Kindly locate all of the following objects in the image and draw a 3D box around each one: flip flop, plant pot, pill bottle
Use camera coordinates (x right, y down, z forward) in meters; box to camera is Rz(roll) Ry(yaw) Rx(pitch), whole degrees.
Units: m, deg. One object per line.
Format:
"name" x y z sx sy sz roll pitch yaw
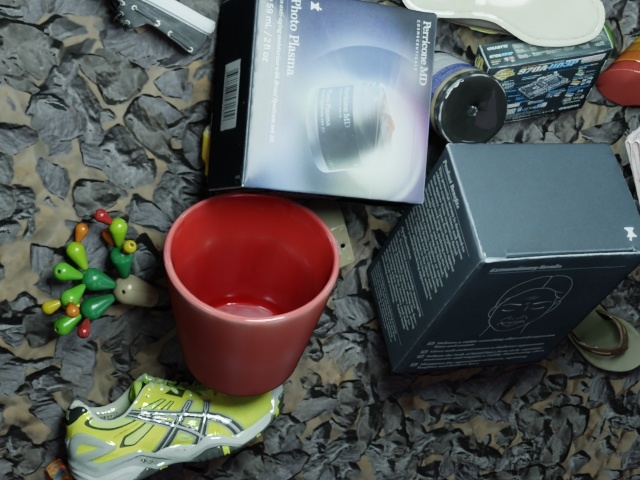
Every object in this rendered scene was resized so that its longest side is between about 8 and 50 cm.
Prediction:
"flip flop" 0.540 0.174 2.122 0.112 0.080 0.277 -46 119 2
"plant pot" 0.000 0.000 1.836 0.109 0.096 0.109 -21 117 -10
"plant pot" -0.115 0.099 1.733 0.275 0.275 0.243 -9 138 -17
"pill bottle" 0.196 -0.232 1.741 0.123 0.219 0.122 -7 113 -18

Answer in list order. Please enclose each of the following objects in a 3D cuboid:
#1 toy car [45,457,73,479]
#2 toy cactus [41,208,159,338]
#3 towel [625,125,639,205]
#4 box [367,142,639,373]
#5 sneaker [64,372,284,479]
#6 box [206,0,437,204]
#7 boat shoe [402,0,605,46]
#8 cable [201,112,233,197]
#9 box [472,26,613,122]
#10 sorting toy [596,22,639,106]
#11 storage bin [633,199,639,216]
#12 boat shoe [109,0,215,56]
"toy car" -0.404 0.390 1.879 0.122 0.040 0.060 -21 117 -11
"toy cactus" -0.336 0.068 1.745 0.180 0.112 0.219 21 95 -37
"towel" 0.695 -0.140 1.996 0.332 0.053 0.317 -40 126 -24
"box" 0.288 0.036 1.790 0.294 0.212 0.395 -2 150 -20
"sneaker" -0.241 0.292 1.845 0.385 0.145 0.147 -18 106 -20
"box" 0.003 -0.209 1.655 0.294 0.183 0.296 4 90 -23
"boat shoe" 0.282 -0.378 1.727 0.324 0.096 0.116 8 105 -3
"cable" -0.161 -0.077 1.783 0.139 0.072 0.287 3 124 -40
"box" 0.353 -0.268 1.820 0.220 0.051 0.175 -11 154 -11
"sorting toy" 0.468 -0.374 1.872 0.366 0.127 0.126 33 69 -26
"storage bin" 0.550 -0.003 2.054 0.135 0.098 0.091 -28 146 -8
"boat shoe" -0.265 -0.338 1.610 0.229 0.080 0.076 22 101 -35
